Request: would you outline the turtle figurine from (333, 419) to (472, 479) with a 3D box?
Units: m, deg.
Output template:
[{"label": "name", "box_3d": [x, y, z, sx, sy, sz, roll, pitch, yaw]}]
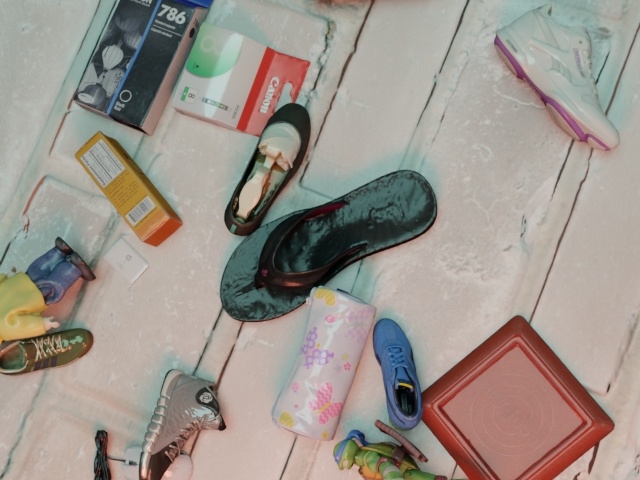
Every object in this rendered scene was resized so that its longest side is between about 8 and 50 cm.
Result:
[{"label": "turtle figurine", "box_3d": [0.131, 0.453, 1.650, 0.266, 0.275, 0.198, 13, 117, 8]}]

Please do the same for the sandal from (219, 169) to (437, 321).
[{"label": "sandal", "box_3d": [0.000, -0.003, 1.795, 0.445, 0.107, 0.168, -30, 76, 4]}]

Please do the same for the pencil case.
[{"label": "pencil case", "box_3d": [0.005, 0.218, 1.748, 0.124, 0.113, 0.273, 19, 85, -17]}]

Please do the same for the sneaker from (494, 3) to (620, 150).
[{"label": "sneaker", "box_3d": [0.451, -0.299, 1.762, 0.152, 0.114, 0.305, -37, 76, 3]}]

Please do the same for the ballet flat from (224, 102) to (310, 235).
[{"label": "ballet flat", "box_3d": [-0.093, -0.135, 1.841, 0.095, 0.096, 0.281, 25, 85, 1]}]

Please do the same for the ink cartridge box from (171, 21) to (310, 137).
[{"label": "ink cartridge box", "box_3d": [-0.156, -0.306, 1.907, 0.224, 0.056, 0.181, 19, 85, 14]}]

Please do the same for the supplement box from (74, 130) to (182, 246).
[{"label": "supplement box", "box_3d": [-0.371, -0.100, 1.896, 0.080, 0.078, 0.233, -40, 75, 5]}]

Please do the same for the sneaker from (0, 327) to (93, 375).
[{"label": "sneaker", "box_3d": [-0.534, 0.214, 1.864, 0.192, 0.086, 0.064, -18, 77, 7]}]

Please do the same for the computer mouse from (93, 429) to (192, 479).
[{"label": "computer mouse", "box_3d": [-0.332, 0.411, 1.815, 0.192, 0.042, 0.106, 3, 80, 11]}]

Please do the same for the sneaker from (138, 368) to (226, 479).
[{"label": "sneaker", "box_3d": [-0.241, 0.347, 1.770, 0.132, 0.086, 0.229, 11, 63, 4]}]

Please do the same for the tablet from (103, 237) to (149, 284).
[{"label": "tablet", "box_3d": [-0.378, 0.040, 1.908, 0.083, 0.006, 0.054, 42, 89, 14]}]

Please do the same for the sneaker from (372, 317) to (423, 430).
[{"label": "sneaker", "box_3d": [0.140, 0.227, 1.726, 0.069, 0.082, 0.209, -7, 65, -8]}]

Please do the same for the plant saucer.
[{"label": "plant saucer", "box_3d": [0.333, 0.304, 1.712, 0.259, 0.048, 0.258, -40, 76, 2]}]

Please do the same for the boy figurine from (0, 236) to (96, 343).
[{"label": "boy figurine", "box_3d": [-0.557, 0.125, 1.836, 0.177, 0.092, 0.285, 35, 71, 30]}]

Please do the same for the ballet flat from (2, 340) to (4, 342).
[{"label": "ballet flat", "box_3d": [-0.691, 0.143, 1.916, 0.206, 0.073, 0.067, 24, 93, 16]}]

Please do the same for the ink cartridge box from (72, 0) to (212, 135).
[{"label": "ink cartridge box", "box_3d": [-0.346, -0.390, 1.952, 0.165, 0.065, 0.333, 21, 84, 14]}]
